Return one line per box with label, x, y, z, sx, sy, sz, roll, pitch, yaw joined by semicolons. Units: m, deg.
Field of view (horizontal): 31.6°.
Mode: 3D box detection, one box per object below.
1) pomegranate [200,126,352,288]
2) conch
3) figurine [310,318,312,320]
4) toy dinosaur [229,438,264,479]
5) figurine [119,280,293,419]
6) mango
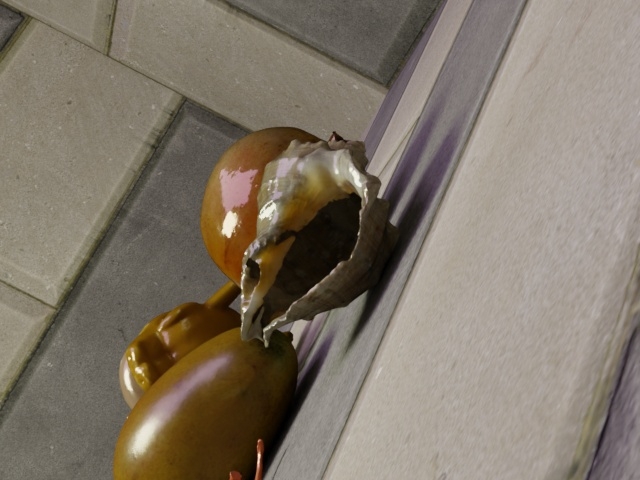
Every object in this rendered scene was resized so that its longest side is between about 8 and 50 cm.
pomegranate;-0.044;-0.051;1.900;0.319;0.319;0.319;-62;3;6
conch;0.010;0.001;1.539;0.263;0.186;0.324;-13;60;64
figurine;-0.033;0.109;2.244;0.176;0.121;0.122;98;167;-57
toy dinosaur;-0.101;0.345;1.460;0.279;0.055;0.101;-70;-15;-51
figurine;-0.209;0.237;2.088;0.401;0.268;0.387;-60;-8;-31
mango;-0.171;0.283;1.774;0.378;0.221;0.264;-51;0;17
